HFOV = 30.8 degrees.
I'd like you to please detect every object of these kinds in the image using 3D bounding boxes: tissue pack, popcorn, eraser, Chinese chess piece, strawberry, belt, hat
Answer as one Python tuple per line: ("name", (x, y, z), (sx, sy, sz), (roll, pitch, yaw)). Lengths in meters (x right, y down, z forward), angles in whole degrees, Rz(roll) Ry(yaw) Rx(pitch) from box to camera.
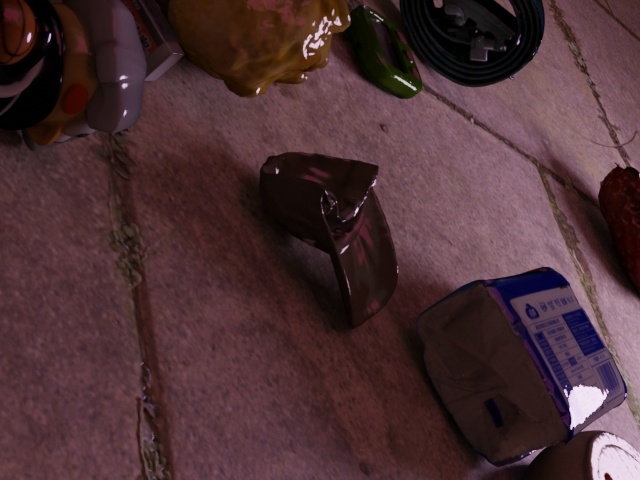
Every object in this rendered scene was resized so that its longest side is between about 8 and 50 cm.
("tissue pack", (0.243, 0.146, 1.394), (0.209, 0.137, 0.270), (60, 25, 11))
("popcorn", (-0.081, -0.252, 1.275), (0.254, 0.191, 0.190), (27, 65, -35))
("eraser", (-0.193, -0.229, 1.208), (0.122, 0.052, 0.029), (59, 29, 8))
("Chinese chess piece", (0.344, 0.352, 1.351), (0.273, 0.102, 0.273), (37, 33, -29))
("strawberry", (0.601, 0.020, 2.076), (0.280, 0.150, 0.253), (42, 10, -18))
("belt", (0.237, -0.375, 1.869), (0.267, 0.206, 0.116), (45, 26, -5))
("hat", (0.000, 0.000, 1.265), (0.166, 0.144, 0.173), (-20, 120, -63))

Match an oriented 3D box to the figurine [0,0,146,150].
("figurine", (-0.242, -0.144, 0.919), (0.236, 0.176, 0.133), (3, 85, -51))

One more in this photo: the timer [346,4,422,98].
("timer", (0.092, -0.275, 1.705), (0.128, 0.047, 0.140), (23, 41, -47))
